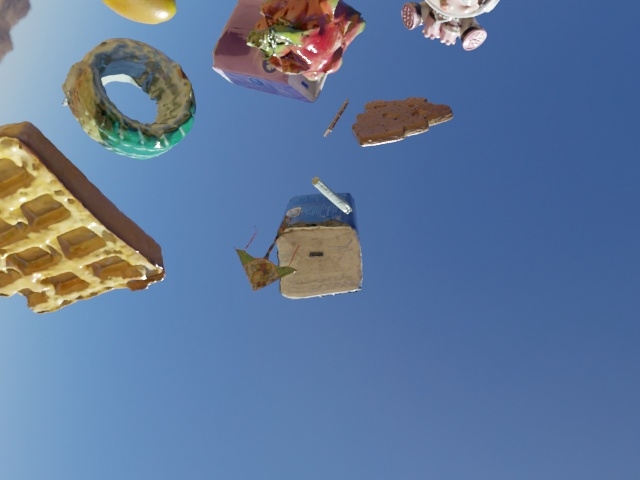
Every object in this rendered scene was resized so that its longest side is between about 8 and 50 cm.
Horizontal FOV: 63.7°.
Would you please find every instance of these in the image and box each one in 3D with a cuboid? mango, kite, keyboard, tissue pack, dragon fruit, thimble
[{"bbox_3d":[-0.554,-0.730,1.502,0.176,0.254,0.139,-7,-123,40],"label":"mango"},{"bbox_3d":[-0.152,0.036,1.503,0.006,0.198,0.244,-95,-151,-87],"label":"kite"},{"bbox_3d":[0.060,-0.441,1.850,0.165,0.017,0.055,-61,-171,-28],"label":"keyboard"},{"bbox_3d":[-0.134,-0.559,1.493,0.338,0.160,0.242,23,-89,35],"label":"tissue pack"},{"bbox_3d":[-0.026,-0.293,0.701,0.137,0.135,0.236,-60,173,20],"label":"dragon fruit"},{"bbox_3d":[-0.450,-0.334,1.223,0.167,0.288,0.254,-14,-116,54],"label":"thimble"},{"bbox_3d":[0.000,0.000,1.743,0.416,0.264,0.253,-87,172,-69],"label":"tissue pack"}]

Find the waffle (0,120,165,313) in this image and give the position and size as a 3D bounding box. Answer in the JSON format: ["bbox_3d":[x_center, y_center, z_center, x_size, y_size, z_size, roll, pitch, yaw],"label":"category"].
[{"bbox_3d":[-0.458,-0.013,0.819,0.304,0.348,0.077,-18,-132,15],"label":"waffle"}]

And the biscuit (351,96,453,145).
[{"bbox_3d":[0.190,-0.320,1.403,0.278,0.043,0.301,20,-136,39],"label":"biscuit"}]

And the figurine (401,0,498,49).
[{"bbox_3d":[0.368,-0.713,1.411,0.361,0.253,0.210,88,11,-75],"label":"figurine"}]

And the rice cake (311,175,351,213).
[{"bbox_3d":[0.026,-0.096,1.101,0.021,0.121,0.022,-42,-141,12],"label":"rice cake"}]
